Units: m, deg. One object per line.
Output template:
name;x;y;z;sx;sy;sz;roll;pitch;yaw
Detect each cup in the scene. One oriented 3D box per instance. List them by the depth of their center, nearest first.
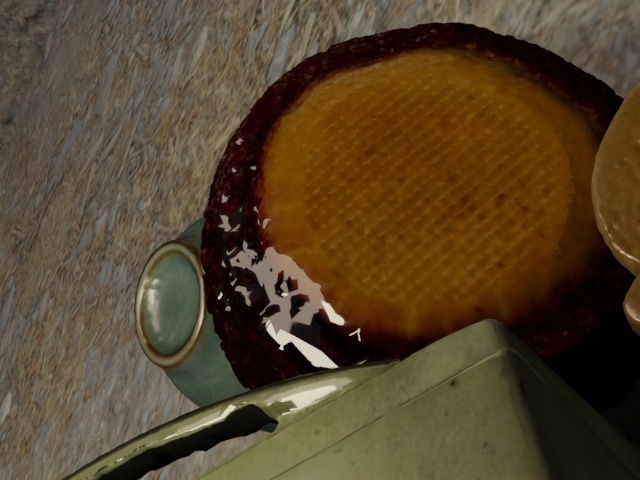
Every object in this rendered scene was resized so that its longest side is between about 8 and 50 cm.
cup;-0.039;0.046;0.794;0.199;0.150;0.199;-12;74;48

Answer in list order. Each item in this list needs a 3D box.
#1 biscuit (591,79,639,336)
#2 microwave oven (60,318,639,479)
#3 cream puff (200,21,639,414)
biscuit;0.192;-0.011;0.488;0.170;0.050;0.170;-12;58;20
microwave oven;-0.016;0.269;0.414;0.394;0.247;0.333;-33;39;19
cream puff;0.060;0.009;0.611;0.165;0.239;0.239;82;-169;-57
